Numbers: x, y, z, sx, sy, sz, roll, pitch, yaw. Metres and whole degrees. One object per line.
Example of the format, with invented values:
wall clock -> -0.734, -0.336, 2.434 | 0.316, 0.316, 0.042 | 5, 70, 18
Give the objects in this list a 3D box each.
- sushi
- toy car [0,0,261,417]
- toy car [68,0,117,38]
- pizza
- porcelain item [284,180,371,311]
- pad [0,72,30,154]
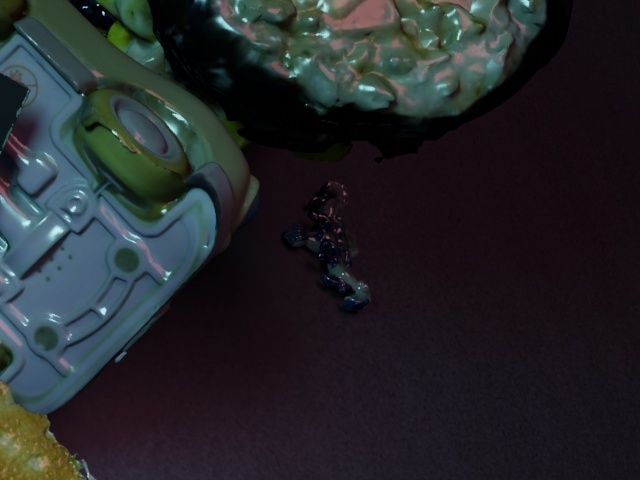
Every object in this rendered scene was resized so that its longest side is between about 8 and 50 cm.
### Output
sushi -> 0.000, -0.216, 1.355 | 0.328, 0.285, 0.328 | 3, 78, -19
toy car -> -0.226, -0.072, 1.249 | 0.336, 0.242, 0.226 | 44, 18, -3
toy car -> -0.103, -0.247, 1.549 | 0.314, 0.166, 0.198 | 12, 85, -15
pizza -> -0.211, 0.183, 1.172 | 0.246, 0.058, 0.127 | 44, 52, -19
porcelain item -> 0.000, 0.000, 1.561 | 0.075, 0.021, 0.136 | 11, 51, -32
pad -> -0.312, -0.027, 1.123 | 0.163, 0.243, 0.004 | 24, 15, -15
